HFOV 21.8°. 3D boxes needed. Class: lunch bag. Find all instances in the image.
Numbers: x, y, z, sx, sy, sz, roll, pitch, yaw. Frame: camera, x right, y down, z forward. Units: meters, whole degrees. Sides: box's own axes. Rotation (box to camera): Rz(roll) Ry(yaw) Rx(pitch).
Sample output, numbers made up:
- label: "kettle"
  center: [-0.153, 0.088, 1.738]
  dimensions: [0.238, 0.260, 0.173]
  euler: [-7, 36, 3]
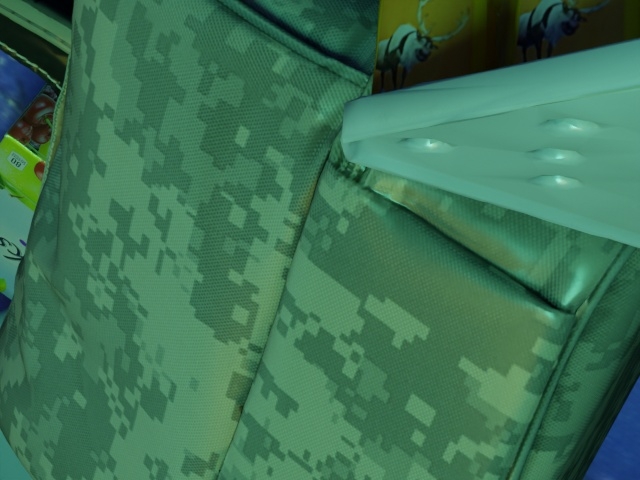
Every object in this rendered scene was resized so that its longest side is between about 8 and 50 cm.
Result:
- label: "lunch bag"
  center: [0.000, 0.000, 0.638]
  dimensions: [0.256, 0.212, 0.305]
  euler: [31, 129, 14]

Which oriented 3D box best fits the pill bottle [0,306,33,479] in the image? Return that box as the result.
- label: "pill bottle"
  center: [-0.193, 0.214, 1.176]
  dimensions: [0.229, 0.229, 0.408]
  euler: [33, 150, 0]

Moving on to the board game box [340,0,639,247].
- label: "board game box"
  center: [0.271, -0.024, 0.369]
  dimensions: [0.390, 0.050, 0.390]
  euler: [14, 166, -39]

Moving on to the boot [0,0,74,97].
- label: "boot"
  center: [-0.111, -0.016, 0.813]
  dimensions: [0.236, 0.085, 0.179]
  euler: [33, 109, -6]

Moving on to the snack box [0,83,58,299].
- label: "snack box"
  center: [-0.102, 0.013, 0.950]
  dimensions: [0.207, 0.070, 0.174]
  euler: [39, 149, -9]
